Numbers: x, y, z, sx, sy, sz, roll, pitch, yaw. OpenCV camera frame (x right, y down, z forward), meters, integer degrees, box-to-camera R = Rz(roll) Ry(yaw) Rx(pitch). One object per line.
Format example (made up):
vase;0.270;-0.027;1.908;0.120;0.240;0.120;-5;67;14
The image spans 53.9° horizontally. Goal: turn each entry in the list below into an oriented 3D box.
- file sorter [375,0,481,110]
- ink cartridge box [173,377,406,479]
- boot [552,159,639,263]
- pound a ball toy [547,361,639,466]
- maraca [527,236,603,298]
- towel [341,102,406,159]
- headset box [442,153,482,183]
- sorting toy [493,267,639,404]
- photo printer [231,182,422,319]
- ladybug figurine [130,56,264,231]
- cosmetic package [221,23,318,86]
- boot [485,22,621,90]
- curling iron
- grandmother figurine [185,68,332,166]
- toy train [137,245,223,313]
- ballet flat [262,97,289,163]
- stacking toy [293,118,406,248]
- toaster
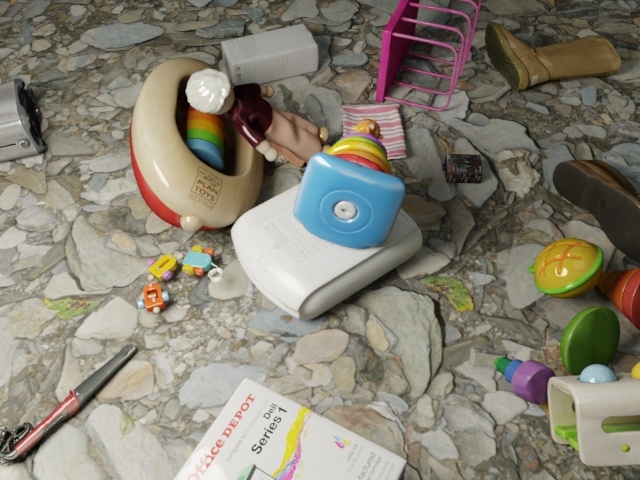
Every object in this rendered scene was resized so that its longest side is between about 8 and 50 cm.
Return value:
file sorter;0.272;-0.485;1.546;0.182;0.202;0.290;17;53;12
ink cartridge box;-0.045;0.357;0.911;0.278;0.117;0.201;22;55;20
boot;0.608;-0.067;1.248;0.115;0.112;0.305;-13;48;-22
pound a ball toy;0.519;0.243;0.899;0.320;0.208;0.135;-4;87;1
maraca;0.439;0.044;1.137;0.127;0.099;0.185;-35;11;9
towel;0.124;-0.260;1.474;0.144;0.029;0.197;-1;50;1
headset box;0.308;-0.158;1.377;0.083;0.032;0.062;4;51;4
sorting toy;0.446;0.146;1.096;0.366;0.127;0.126;-30;26;-17
photo printer;0.000;0.000;1.212;0.308;0.107;0.256;-31;56;-21
ladybug figurine;-0.265;-0.187;1.300;0.162;0.305;0.449;-34;39;32
cosmetic package;-0.131;-0.478;1.633;0.231;0.085;0.117;-14;51;-12
boot;0.583;-0.484;1.607;0.270;0.089;0.236;-13;61;-8
curling iron;-0.426;0.265;1.059;0.068;0.035;0.274;36;60;27
grandmother figurine;-0.123;-0.247;1.302;0.343;0.104;0.207;23;34;-38
toy train;-0.269;0.078;1.203;0.166;0.046;0.125;-21;54;-10
ballet flat;-0.135;-0.274;1.467;0.091;0.077;0.241;-24;54;-18
stacking toy;0.068;-0.142;1.174;0.175;0.165;0.301;18;41;-2
toaster;-0.741;-0.281;1.469;0.147;0.129;0.226;-19;53;-10
